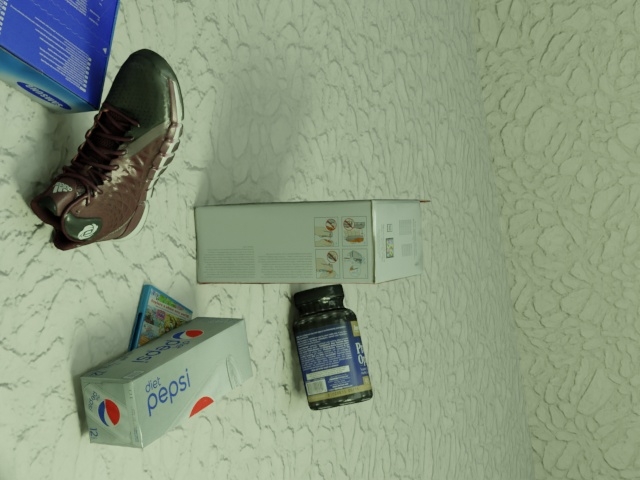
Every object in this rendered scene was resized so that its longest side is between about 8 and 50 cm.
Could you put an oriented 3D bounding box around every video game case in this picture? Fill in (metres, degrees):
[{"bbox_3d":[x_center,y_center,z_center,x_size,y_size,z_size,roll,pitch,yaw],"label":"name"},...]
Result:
[{"bbox_3d":[-0.240,0.163,1.454,0.119,0.015,0.166,43,51,-54],"label":"video game case"}]

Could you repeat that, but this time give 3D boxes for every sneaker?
[{"bbox_3d":[-0.270,-0.094,1.220,0.162,0.106,0.281,-28,145,-51],"label":"sneaker"}]

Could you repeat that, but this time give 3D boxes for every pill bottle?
[{"bbox_3d":[0.017,0.196,1.827,0.123,0.123,0.219,4,72,-63],"label":"pill bottle"}]

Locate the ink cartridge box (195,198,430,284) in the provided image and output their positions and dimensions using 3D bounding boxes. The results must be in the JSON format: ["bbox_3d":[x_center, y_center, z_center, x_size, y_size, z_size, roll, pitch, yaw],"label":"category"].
[{"bbox_3d":[0.000,0.000,1.612,0.272,0.310,0.130,-5,94,-63],"label":"ink cartridge box"}]

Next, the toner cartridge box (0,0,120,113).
[{"bbox_3d":[-0.375,-0.290,1.138,0.348,0.075,0.165,35,58,-58],"label":"toner cartridge box"}]

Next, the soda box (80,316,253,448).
[{"bbox_3d":[-0.208,0.193,1.396,0.286,0.091,0.098,-25,111,-61],"label":"soda box"}]
